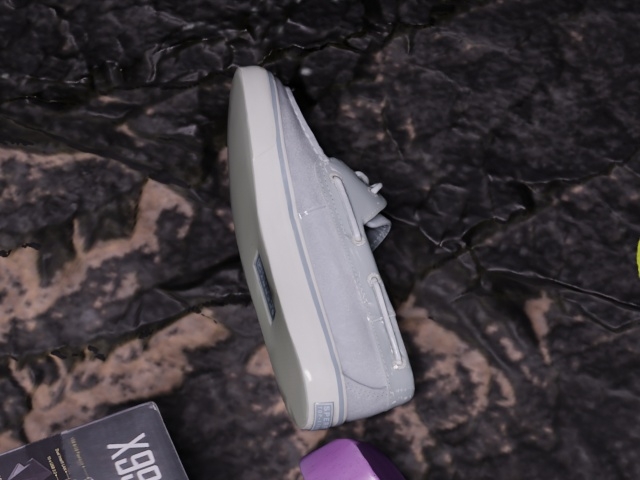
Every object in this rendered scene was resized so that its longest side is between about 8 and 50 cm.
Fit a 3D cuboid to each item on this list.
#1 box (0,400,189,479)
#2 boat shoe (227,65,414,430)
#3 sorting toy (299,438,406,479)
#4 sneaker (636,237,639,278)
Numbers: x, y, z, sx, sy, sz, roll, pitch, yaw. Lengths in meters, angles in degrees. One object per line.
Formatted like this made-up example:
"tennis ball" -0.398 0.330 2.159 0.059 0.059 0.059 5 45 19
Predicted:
"box" -0.136 0.253 0.905 0.242 0.076 0.307 -19 61 -16
"boat shoe" 0.000 0.000 1.085 0.081 0.079 0.227 -7 64 -16
"sorting toy" 0.059 0.266 0.916 0.126 0.127 0.365 -38 60 8
"sneaker" 0.289 0.078 1.020 0.109 0.123 0.295 -29 63 -20
